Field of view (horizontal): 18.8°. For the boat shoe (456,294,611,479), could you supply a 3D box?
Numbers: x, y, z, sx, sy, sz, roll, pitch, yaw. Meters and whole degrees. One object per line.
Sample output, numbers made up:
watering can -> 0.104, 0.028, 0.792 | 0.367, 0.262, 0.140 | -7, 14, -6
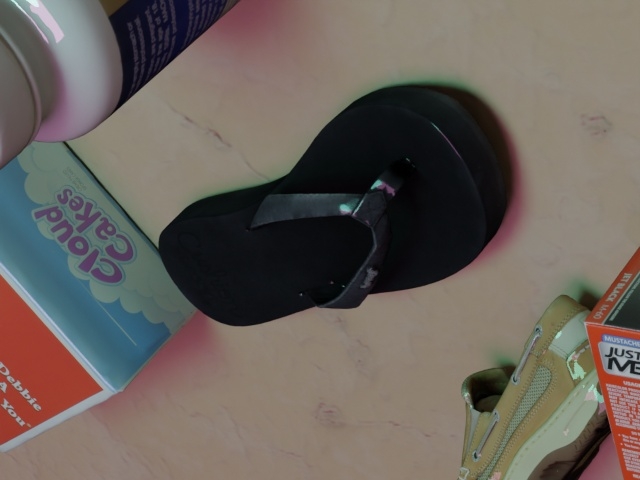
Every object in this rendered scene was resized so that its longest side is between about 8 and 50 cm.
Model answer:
boat shoe -> 0.100, 0.094, 0.973 | 0.072, 0.068, 0.190 | 46, 134, 16

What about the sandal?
sandal -> 0.000, 0.001, 0.968 | 0.097, 0.054, 0.254 | 50, 142, -9

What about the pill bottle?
pill bottle -> -0.116, -0.110, 0.859 | 0.112, 0.187, 0.112 | 23, 138, 23

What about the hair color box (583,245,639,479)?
hair color box -> 0.174, 0.078, 0.859 | 0.053, 0.093, 0.167 | 9, 130, 35

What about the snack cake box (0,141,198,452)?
snack cake box -> -0.212, -0.015, 1.113 | 0.264, 0.089, 0.152 | 50, 140, -9
